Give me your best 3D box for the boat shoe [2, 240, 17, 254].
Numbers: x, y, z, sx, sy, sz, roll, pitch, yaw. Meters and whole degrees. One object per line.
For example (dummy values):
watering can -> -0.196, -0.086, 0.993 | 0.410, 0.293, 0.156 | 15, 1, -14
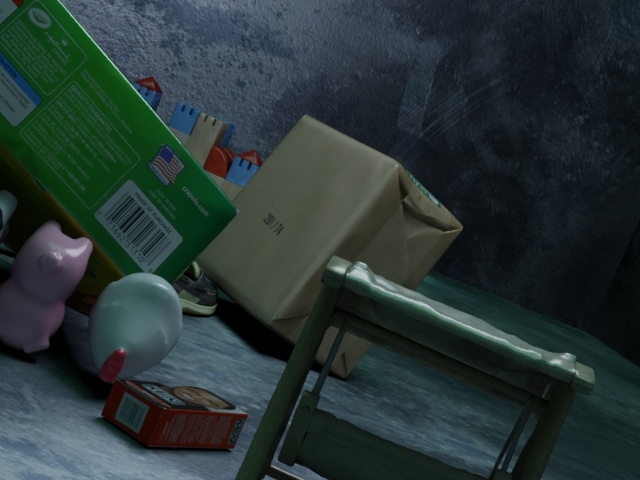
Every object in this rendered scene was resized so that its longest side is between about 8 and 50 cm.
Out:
boat shoe -> -0.382, 0.004, 1.991 | 0.190, 0.068, 0.072 | 31, -11, -28

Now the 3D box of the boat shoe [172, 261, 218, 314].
boat shoe -> -0.198, 0.061, 2.082 | 0.080, 0.073, 0.223 | 25, 6, 20

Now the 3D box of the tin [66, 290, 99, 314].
tin -> -0.277, 0.071, 1.891 | 0.106, 0.040, 0.190 | 19, 6, 0

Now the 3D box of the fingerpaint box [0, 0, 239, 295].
fingerpaint box -> -0.352, -0.146, 1.658 | 0.445, 0.163, 0.371 | 50, -20, -22

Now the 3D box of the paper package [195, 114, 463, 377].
paper package -> 0.000, 0.000, 2.176 | 0.168, 0.309, 0.325 | 39, -3, -32

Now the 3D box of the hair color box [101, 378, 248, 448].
hair color box -> -0.144, 0.175, 1.444 | 0.072, 0.043, 0.141 | 26, 6, 32

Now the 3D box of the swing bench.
swing bench -> 0.082, 0.171, 1.326 | 0.253, 0.255, 0.165 | 24, 6, 4

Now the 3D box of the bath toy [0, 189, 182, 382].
bath toy -> -0.316, 0.050, 1.501 | 0.348, 0.151, 0.129 | 26, 42, -4

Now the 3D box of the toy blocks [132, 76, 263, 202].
toy blocks -> -0.257, -0.141, 2.735 | 0.381, 0.261, 0.191 | 25, 6, 11
